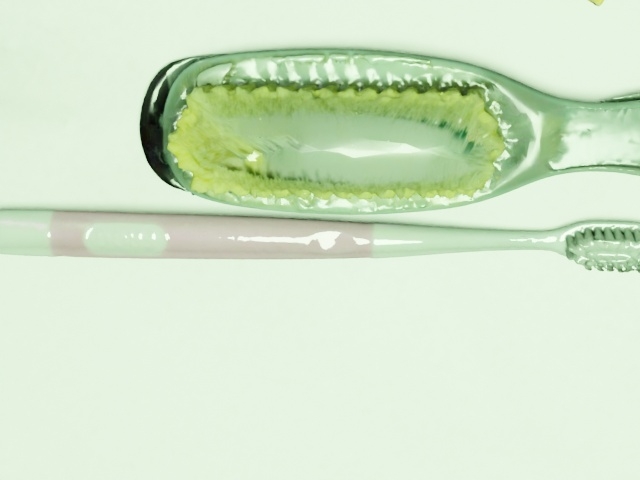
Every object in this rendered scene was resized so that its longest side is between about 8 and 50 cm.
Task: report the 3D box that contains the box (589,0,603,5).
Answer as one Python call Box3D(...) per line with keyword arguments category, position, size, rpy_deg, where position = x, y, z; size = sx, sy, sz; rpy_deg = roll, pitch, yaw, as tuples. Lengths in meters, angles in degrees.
Box3D(category="box", position=(0.034, -0.249, 0.607), size=(0.301, 0.084, 0.193), rpy_deg=(35, 105, -4))

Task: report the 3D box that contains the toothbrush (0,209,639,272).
Box3D(category="toothbrush", position=(0.000, 0.000, 0.702), size=(0.286, 0.025, 0.020), rpy_deg=(1, 105, 5))

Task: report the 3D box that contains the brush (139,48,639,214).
Box3D(category="brush", position=(0.071, -0.040, 0.667), size=(0.297, 0.060, 0.068), rpy_deg=(0, 101, 5))
